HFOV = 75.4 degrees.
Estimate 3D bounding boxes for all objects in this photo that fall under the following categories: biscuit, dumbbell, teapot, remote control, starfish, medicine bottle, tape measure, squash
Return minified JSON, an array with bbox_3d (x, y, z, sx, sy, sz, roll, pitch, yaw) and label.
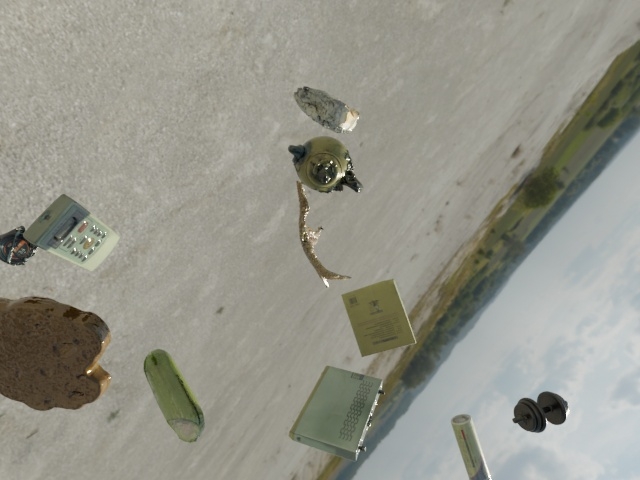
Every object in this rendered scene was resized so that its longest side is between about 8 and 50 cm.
[{"bbox_3d":[-0.698,0.282,1.048,0.381,0.358,0.074,-19,-158,8],"label":"biscuit"},{"bbox_3d":[0.647,0.502,1.216,0.209,0.099,0.099,-7,141,-21],"label":"dumbbell"},{"bbox_3d":[0.020,-0.218,1.266,0.173,0.270,0.182,-54,-167,20],"label":"teapot"},{"bbox_3d":[-0.562,-0.005,0.971,0.123,0.038,0.285,-55,174,-18],"label":"remote control"},{"bbox_3d":[-0.010,0.006,1.688,0.132,0.397,0.384,-25,161,4],"label":"starfish"},{"bbox_3d":[0.421,0.600,1.136,0.059,0.230,0.059,-18,178,-1],"label":"medicine bottle"},{"bbox_3d":[-0.756,0.014,1.031,0.094,0.054,0.091,-52,125,-27],"label":"tape measure"},{"bbox_3d":[-0.309,0.318,0.866,0.069,0.239,0.069,-27,138,-27],"label":"squash"}]

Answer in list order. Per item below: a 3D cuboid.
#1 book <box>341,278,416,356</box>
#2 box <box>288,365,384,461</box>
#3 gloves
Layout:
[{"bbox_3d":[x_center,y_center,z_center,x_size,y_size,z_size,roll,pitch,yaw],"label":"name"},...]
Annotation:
[{"bbox_3d":[0.163,0.223,1.191,0.168,0.192,0.013,-21,172,20],"label":"book"},{"bbox_3d":[0.057,0.476,1.170,0.270,0.211,0.045,-49,143,-58],"label":"box"},{"bbox_3d":[0.004,-0.292,0.915,0.070,0.153,0.114,-59,165,19],"label":"gloves"}]
